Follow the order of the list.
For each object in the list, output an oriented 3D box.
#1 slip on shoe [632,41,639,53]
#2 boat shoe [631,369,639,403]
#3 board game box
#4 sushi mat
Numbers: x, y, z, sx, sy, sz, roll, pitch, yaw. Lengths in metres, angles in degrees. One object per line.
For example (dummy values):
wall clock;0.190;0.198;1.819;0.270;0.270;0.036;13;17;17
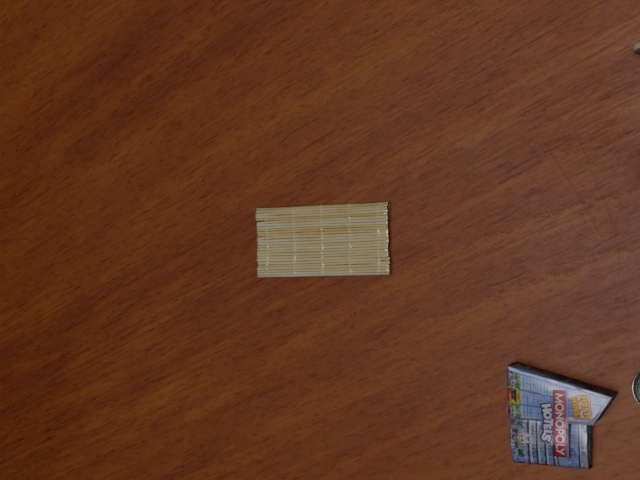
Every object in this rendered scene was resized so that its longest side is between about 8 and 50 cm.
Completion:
slip on shoe;0.615;-0.330;1.712;0.135;0.051;0.041;0;90;19
boat shoe;0.679;0.213;1.678;0.320;0.099;0.116;-25;81;26
board game box;0.449;0.329;1.823;0.194;0.060;0.194;-1;92;28
sushi mat;0.000;0.000;2.057;0.317;0.019;0.151;-2;93;27
